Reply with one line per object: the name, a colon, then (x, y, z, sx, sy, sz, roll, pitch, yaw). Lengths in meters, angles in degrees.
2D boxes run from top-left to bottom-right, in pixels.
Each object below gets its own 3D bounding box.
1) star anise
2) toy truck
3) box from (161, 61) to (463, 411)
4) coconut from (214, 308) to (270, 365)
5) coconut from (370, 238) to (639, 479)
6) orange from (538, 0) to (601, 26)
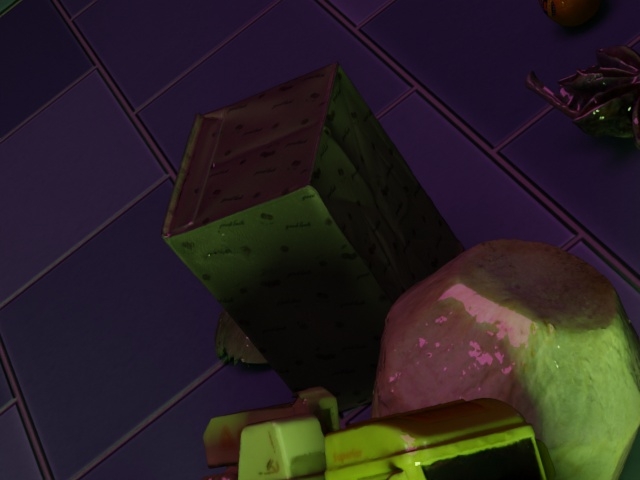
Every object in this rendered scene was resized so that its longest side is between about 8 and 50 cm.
star anise: (0.359, -0.167, 2.054, 0.262, 0.081, 0.230, -8, 41, 24)
toy truck: (0.027, 0.249, 1.595, 0.181, 0.254, 0.405, -11, -6, -39)
box: (0.000, 0.000, 1.991, 0.190, 0.297, 0.225, -21, 34, 26)
coconut: (-0.079, 0.090, 2.194, 0.133, 0.055, 0.158, -28, 30, 13)
coconut: (0.174, 0.139, 1.700, 0.259, 0.259, 0.259, -27, 32, 18)
orange: (0.313, -0.307, 2.296, 0.083, 0.083, 0.083, -27, 32, 18)
